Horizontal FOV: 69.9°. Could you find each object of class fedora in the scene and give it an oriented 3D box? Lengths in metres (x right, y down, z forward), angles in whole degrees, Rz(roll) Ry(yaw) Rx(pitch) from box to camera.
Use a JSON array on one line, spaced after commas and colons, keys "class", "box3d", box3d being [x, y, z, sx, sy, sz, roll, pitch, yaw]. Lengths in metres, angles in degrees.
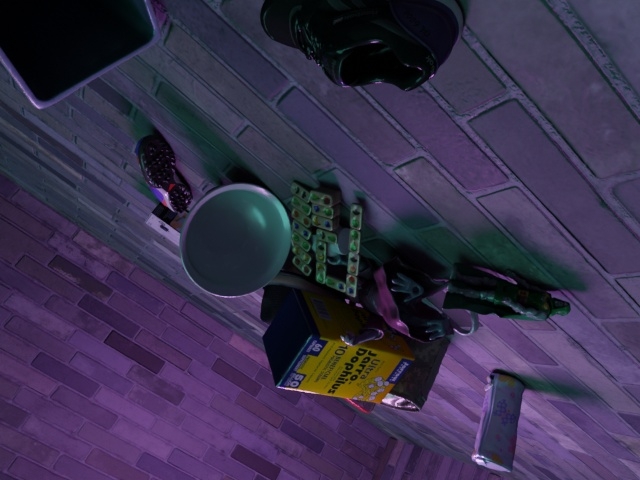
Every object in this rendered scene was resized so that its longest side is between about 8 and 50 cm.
[{"class": "fedora", "box3d": [-0.084, 0.217, 1.458, 0.334, 0.152, 0.334, 18, 157, 8]}]

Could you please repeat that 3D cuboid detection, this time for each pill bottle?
[{"class": "pill bottle", "box3d": [0.005, -0.006, 1.140, 0.152, 0.086, 0.086, 8, 147, 41]}]

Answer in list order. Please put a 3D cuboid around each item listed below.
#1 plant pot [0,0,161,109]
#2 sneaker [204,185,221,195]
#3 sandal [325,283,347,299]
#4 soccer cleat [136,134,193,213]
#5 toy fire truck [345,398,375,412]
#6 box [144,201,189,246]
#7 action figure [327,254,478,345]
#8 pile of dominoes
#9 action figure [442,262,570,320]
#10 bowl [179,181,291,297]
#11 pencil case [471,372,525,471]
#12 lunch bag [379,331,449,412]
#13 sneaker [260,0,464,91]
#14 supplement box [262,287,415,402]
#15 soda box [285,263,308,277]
[{"class": "plant pot", "box3d": [-0.450, -0.415, 0.700, 0.252, 0.248, 0.247, 42, 160, 15]}, {"class": "sneaker", "box3d": [-0.277, -0.061, 1.294, 0.066, 0.071, 0.188, 9, 117, 18]}, {"class": "sandal", "box3d": [0.062, 0.159, 1.466, 0.179, 0.040, 0.067, 14, 160, 2]}, {"class": "soccer cleat", "box3d": [-0.469, -0.192, 1.313, 0.116, 0.108, 0.318, 28, 159, 16]}, {"class": "toy fire truck", "box3d": [0.125, 0.463, 1.706, 0.302, 0.254, 0.169, 39, 155, -18]}, {"class": "box", "box3d": [-0.480, -0.026, 1.664, 0.290, 0.087, 0.169, 39, 155, -16]}, {"class": "action figure", "box3d": [0.173, 0.130, 1.171, 0.276, 0.248, 0.370, -5, 177, -18]}, {"class": "pile of dominoes", "box3d": [0.000, 0.000, 1.057, 0.196, 0.040, 0.251, 18, 120, 30]}, {"class": "action figure", "box3d": [0.376, 0.109, 0.922, 0.232, 0.137, 0.063, 13, 139, 17]}, {"class": "bowl", "box3d": [-0.236, -0.013, 1.200, 0.298, 0.298, 0.134, 47, 168, -32]}, {"class": "pencil case", "box3d": [0.532, 0.540, 1.369, 0.113, 0.273, 0.124, -5, 146, 43]}, {"class": "lunch bag", "box3d": [0.263, 0.407, 1.458, 0.169, 0.235, 0.287, 46, 152, -24]}, {"class": "sneaker", "box3d": [0.022, -0.260, 0.577, 0.283, 0.124, 0.107, 18, 153, 28]}, {"class": "supplement box", "box3d": [0.049, 0.303, 1.294, 0.357, 0.194, 0.195, 19, -157, -30]}, {"class": "soda box", "box3d": [-0.090, 0.124, 1.539, 0.061, 0.058, 0.181, 34, 155, -7]}]
